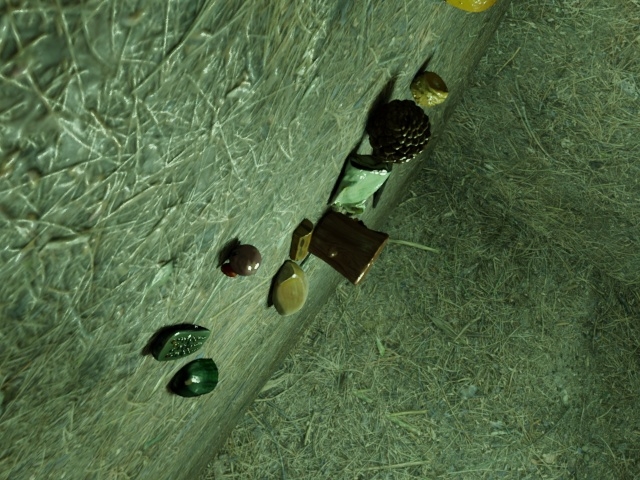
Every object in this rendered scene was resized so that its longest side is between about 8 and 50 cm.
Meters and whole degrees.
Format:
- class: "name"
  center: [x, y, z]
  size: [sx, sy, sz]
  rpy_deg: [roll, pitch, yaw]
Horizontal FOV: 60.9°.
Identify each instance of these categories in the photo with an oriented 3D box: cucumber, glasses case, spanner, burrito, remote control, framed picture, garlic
- class: "cucumber"
  center: [-0.326, 0.372, 1.428]
  size: [0.115, 0.063, 0.244]
  rpy_deg: [-56, 169, -7]
- class: "glasses case"
  center: [-0.055, 0.004, 1.627]
  size: [0.064, 0.041, 0.170]
  rpy_deg: [-51, 170, -26]
- class: "spanner"
  center: [0.000, 0.000, 1.975]
  size: [0.254, 0.015, 0.054]
  rpy_deg: [-55, 169, -7]
- class: "burrito"
  center: [0.111, -0.171, 1.691]
  size: [0.229, 0.144, 0.089]
  rpy_deg: [123, -34, -47]
- class: "remote control"
  center: [-0.284, 0.209, 1.132]
  size: [0.072, 0.042, 0.222]
  rpy_deg: [-56, 170, -1]
- class: "framed picture"
  center: [0.232, -0.261, 2.009]
  size: [0.265, 0.018, 0.192]
  rpy_deg: [107, -9, -61]
- class: "garlic"
  center: [-0.098, 0.157, 1.799]
  size: [0.143, 0.112, 0.318]
  rpy_deg: [-49, 158, -23]

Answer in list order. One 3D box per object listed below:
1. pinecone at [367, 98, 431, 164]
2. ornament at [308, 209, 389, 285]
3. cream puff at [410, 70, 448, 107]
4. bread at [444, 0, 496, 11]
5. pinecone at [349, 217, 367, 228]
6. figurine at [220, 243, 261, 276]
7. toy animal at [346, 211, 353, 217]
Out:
- class: "pinecone"
  center: [0.222, -0.310, 1.587]
  size: [0.184, 0.179, 0.204]
  rpy_deg: [-33, 176, -21]
- class: "ornament"
  center: [0.087, 0.020, 1.852]
  size: [0.235, 0.217, 0.221]
  rpy_deg: [-52, 170, -29]
- class: "cream puff"
  center: [0.358, -0.501, 1.817]
  size: [0.133, 0.119, 0.104]
  rpy_deg: [-15, 165, -35]
- class: "bread"
  center: [0.449, -0.719, 1.482]
  size: [0.229, 0.139, 0.143]
  rpy_deg: [-53, 178, -16]
- class: "pinecone"
  center: [0.122, -0.029, 2.168]
  size: [0.140, 0.140, 0.121]
  rpy_deg: [-53, 152, -18]
- class: "figurine"
  center: [-0.157, 0.040, 1.136]
  size: [0.071, 0.067, 0.083]
  rpy_deg: [-39, -161, 34]
- class: "toy animal"
  center: [0.148, -0.157, 2.047]
  size: [0.202, 0.070, 0.105]
  rpy_deg: [-58, -177, -1]
